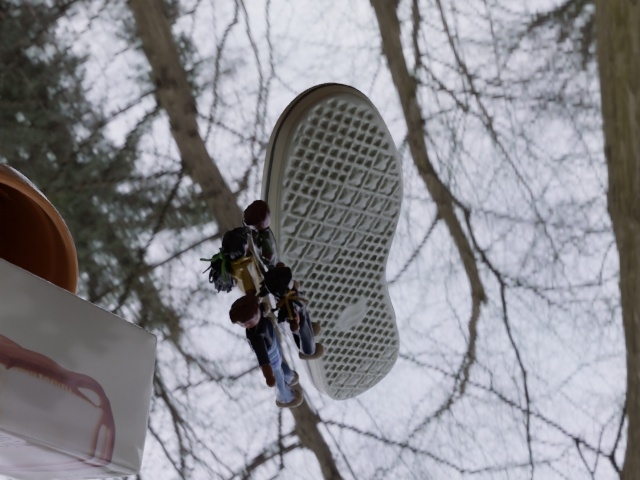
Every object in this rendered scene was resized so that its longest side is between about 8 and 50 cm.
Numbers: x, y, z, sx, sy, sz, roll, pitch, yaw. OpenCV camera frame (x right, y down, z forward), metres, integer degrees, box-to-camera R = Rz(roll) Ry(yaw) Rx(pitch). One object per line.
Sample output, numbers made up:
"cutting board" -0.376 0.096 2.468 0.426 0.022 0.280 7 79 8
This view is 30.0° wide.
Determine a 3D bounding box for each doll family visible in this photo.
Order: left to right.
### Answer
"doll family" -0.046 0.044 0.965 0.076 0.111 0.193 -24 -137 -8

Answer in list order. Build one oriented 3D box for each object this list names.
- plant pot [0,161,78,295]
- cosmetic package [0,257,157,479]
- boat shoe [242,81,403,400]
"plant pot" -0.446 0.012 1.369 0.290 0.291 0.203 -33 -144 -9
"cosmetic package" -0.277 0.095 0.925 0.153 0.296 0.129 -10 -115 29
"boat shoe" 0.000 0.000 1.457 0.186 0.500 0.156 -26 -129 -15
